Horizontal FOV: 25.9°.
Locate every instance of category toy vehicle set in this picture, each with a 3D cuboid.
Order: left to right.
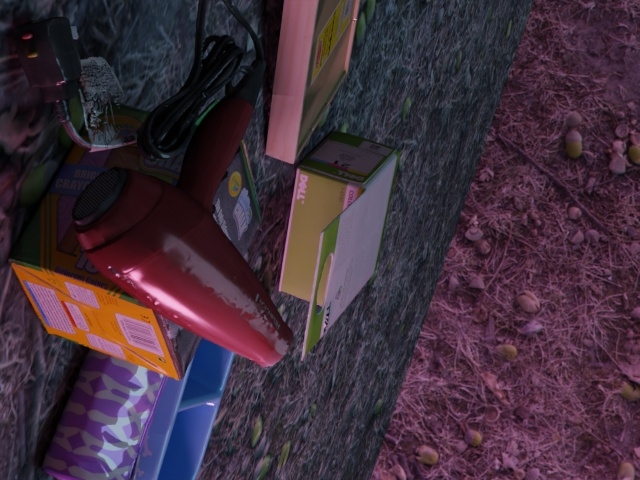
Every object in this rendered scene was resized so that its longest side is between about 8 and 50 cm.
[{"bbox_3d":[0.000,-0.230,1.514,0.267,0.035,0.166,100,15,-51],"label":"toy vehicle set"}]

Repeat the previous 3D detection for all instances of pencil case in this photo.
[{"bbox_3d":[-0.177,0.135,1.252,0.086,0.088,0.206,58,50,-74],"label":"pencil case"}]

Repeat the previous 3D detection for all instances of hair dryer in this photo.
[{"bbox_3d":[-0.084,-0.046,1.015,0.224,0.080,0.293,-17,93,-40],"label":"hair dryer"}]

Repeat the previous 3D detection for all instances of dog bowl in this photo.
[{"bbox_3d":[-0.151,0.150,1.392,0.166,0.074,0.297,4,103,-75],"label":"dog bowl"}]

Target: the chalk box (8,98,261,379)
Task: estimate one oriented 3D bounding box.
[{"bbox_3d":[-0.136,-0.021,1.136,0.132,0.132,0.213,81,29,-58],"label":"chalk box"}]

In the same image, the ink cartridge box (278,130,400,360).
[{"bbox_3d":[0.000,0.000,1.732,0.255,0.097,0.188,-47,151,-56],"label":"ink cartridge box"}]
